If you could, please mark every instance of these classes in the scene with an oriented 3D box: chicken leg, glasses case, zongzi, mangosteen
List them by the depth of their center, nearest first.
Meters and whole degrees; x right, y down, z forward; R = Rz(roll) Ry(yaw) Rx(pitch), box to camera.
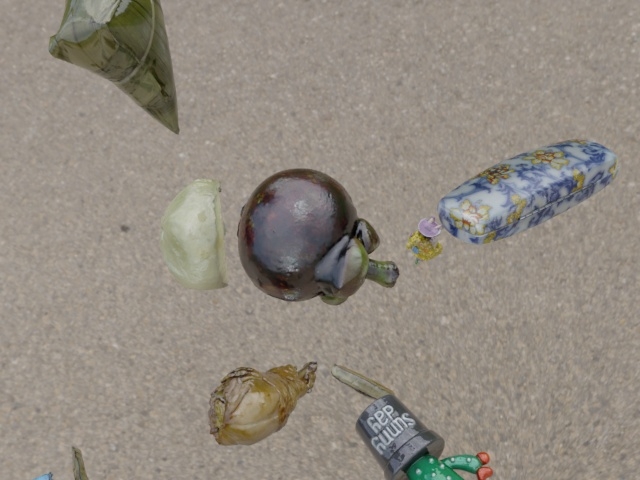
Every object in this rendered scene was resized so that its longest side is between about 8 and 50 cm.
[{"bbox_3d":[-0.011,-0.001,0.766,0.184,0.172,0.172,23,73,31],"label":"mangosteen"},{"bbox_3d":[0.252,-0.063,0.773,0.248,0.065,0.087,-23,40,-22],"label":"glasses case"},{"bbox_3d":[-0.214,-0.263,0.779,0.094,0.204,0.205,-9,64,23],"label":"zongzi"},{"bbox_3d":[-0.161,0.405,1.652,0.295,0.409,0.182,-35,81,31],"label":"chicken leg"}]

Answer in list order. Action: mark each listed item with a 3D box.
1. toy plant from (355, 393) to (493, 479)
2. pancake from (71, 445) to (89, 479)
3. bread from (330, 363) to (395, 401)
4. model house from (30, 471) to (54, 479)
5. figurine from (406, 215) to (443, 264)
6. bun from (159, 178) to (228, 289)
[{"bbox_3d":[0.255,0.589,1.642,0.400,0.279,0.185,45,127,34],"label":"toy plant"},{"bbox_3d":[-0.431,0.493,1.197,0.029,0.212,0.235,-17,46,-25],"label":"pancake"},{"bbox_3d":[0.123,0.431,1.911,0.214,0.073,0.053,28,86,-7],"label":"bread"},{"bbox_3d":[-0.839,0.818,1.766,0.303,0.215,0.237,-14,60,-22],"label":"model house"},{"bbox_3d":[0.278,0.017,1.774,0.115,0.156,0.095,-30,64,-18],"label":"figurine"},{"bbox_3d":[-0.390,-0.011,1.964,0.202,0.364,0.364,-2,63,-8],"label":"bun"}]
